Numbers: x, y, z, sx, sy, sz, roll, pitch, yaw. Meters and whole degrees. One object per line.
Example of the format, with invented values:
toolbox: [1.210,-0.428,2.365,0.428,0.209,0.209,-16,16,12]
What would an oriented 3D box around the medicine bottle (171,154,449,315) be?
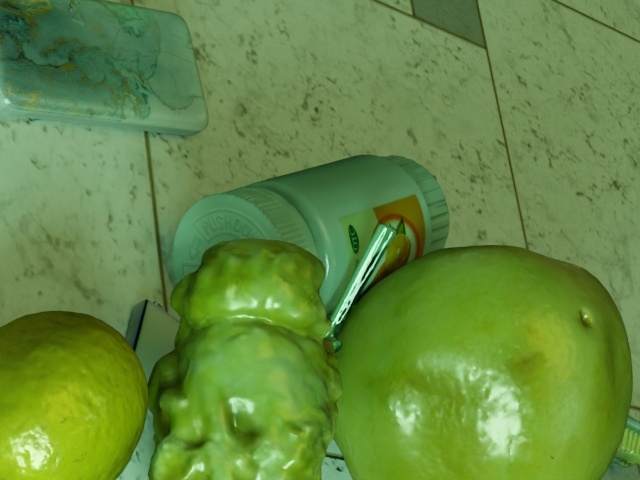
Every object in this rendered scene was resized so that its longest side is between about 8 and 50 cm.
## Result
medicine bottle: [0.000,0.000,1.946,0.318,0.158,0.158,-19,82,-52]

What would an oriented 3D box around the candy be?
candy: [0.008,0.100,1.834,0.073,0.262,0.077,28,10,-7]

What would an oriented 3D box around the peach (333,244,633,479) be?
peach: [0.171,0.162,1.926,0.281,0.314,0.316,-6,91,-75]

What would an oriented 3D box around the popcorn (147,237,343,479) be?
popcorn: [-0.077,0.154,1.682,0.173,0.225,0.286,9,72,-10]

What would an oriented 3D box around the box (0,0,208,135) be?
box: [-0.235,-0.186,1.891,0.285,0.044,0.142,3,69,-48]

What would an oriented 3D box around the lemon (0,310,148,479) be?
lemon: [-0.235,0.148,1.575,0.170,0.170,0.207,54,38,-9]

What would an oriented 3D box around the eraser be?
eraser: [-0.133,0.137,1.815,0.150,0.023,0.104,37,44,-29]

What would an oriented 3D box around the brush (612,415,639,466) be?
brush: [0.313,0.216,2.262,0.297,0.068,0.060,31,68,-28]
